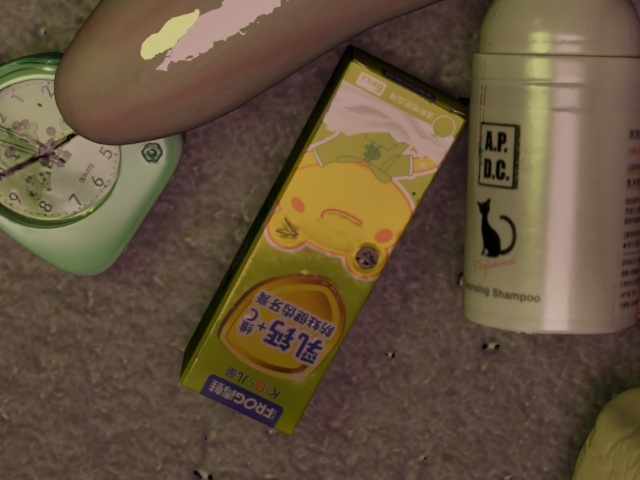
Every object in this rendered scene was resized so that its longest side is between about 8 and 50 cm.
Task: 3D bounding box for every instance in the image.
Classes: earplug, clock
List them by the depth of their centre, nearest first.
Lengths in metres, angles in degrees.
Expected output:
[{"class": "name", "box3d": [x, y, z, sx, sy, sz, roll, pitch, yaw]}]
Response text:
[{"class": "earplug", "box3d": [-0.072, -0.175, 1.288, 0.301, 0.172, 0.172, -34, 105, 4]}, {"class": "clock", "box3d": [-0.228, -0.081, 1.380, 0.211, 0.066, 0.159, 34, 103, -11]}]

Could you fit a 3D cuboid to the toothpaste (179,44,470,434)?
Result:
[{"class": "toothpaste", "box3d": [0.000, 0.000, 1.407, 0.110, 0.077, 0.327, 26, 105, -10]}]

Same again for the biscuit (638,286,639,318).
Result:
[{"class": "biscuit", "box3d": [0.358, -0.045, 1.362, 0.275, 0.052, 0.355, 47, 114, 7]}]

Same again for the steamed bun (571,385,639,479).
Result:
[{"class": "steamed bun", "box3d": [0.314, 0.260, 1.443, 0.154, 0.200, 0.250, -2, 112, -27]}]

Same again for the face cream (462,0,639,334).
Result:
[{"class": "face cream", "box3d": [0.188, -0.118, 1.332, 0.145, 0.145, 0.370, 0, 96, -2]}]
